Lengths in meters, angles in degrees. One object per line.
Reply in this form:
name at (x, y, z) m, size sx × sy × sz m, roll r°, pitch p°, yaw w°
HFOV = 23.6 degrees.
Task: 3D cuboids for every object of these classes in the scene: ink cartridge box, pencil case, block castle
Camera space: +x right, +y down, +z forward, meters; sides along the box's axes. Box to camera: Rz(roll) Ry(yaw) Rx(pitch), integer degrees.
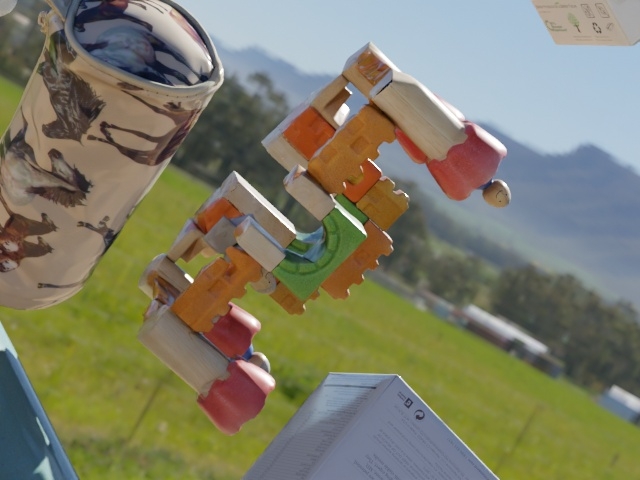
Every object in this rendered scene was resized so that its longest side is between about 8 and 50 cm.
ink cartridge box at (0.219, -0.350, 1.571) m, size 0.333 × 0.065 × 0.165 m, roll 55°, pitch -11°, yaw -19°
pencil case at (-0.258, -0.089, 1.569) m, size 0.183 × 0.410 × 0.160 m, roll 36°, pitch 42°, yaw -3°
block castle at (0.000, 0.000, 1.819) m, size 0.213 × 0.453 × 0.303 m, roll 43°, pitch 5°, yaw -15°

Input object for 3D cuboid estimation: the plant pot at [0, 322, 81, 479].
plant pot at (-0.424, 0.283, 1.732) m, size 0.341 × 0.341 × 0.334 m, roll 2°, pitch 65°, yaw -85°

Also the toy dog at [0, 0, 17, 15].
toy dog at (-0.368, -0.338, 1.686) m, size 0.161 × 0.334 × 0.220 m, roll 32°, pitch 7°, yaw 22°

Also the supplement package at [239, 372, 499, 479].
supplement package at (0.003, 0.242, 1.256) m, size 0.134 × 0.244 × 0.139 m, roll 46°, pitch -19°, yaw -15°
